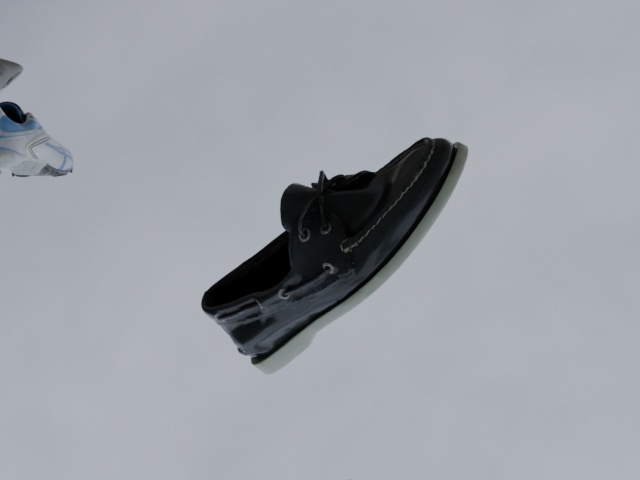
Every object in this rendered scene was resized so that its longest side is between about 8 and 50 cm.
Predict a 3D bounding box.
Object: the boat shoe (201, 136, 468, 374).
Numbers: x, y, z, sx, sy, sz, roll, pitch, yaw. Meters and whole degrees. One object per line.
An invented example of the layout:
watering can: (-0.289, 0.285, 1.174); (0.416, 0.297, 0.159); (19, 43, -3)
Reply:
boat shoe: (0.001, -0.002, 1.566); (0.340, 0.113, 0.127); (-43, -163, 45)

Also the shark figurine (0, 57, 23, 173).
shark figurine: (-0.283, -0.097, 1.048); (0.166, 0.116, 0.278); (-12, -166, -2)

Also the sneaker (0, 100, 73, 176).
sneaker: (-0.357, -0.120, 2.041); (0.085, 0.086, 0.237); (-1, 177, 11)
